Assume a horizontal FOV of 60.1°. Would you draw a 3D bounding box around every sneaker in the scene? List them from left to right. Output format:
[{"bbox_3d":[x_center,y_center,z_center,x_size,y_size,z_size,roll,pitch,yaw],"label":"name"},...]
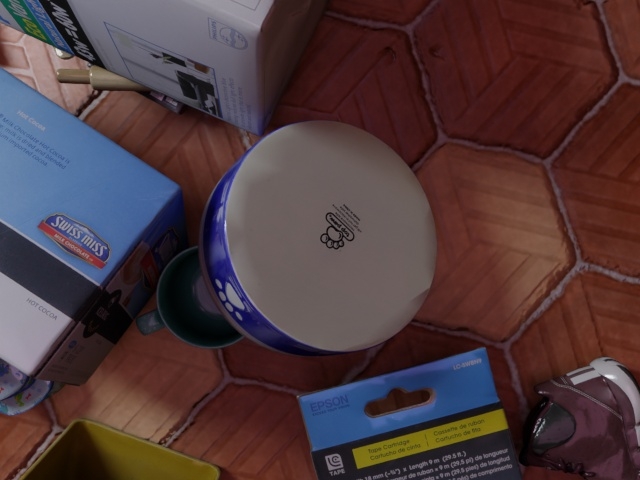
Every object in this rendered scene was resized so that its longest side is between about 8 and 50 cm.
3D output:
[{"bbox_3d":[0.349,0.303,0.715,0.163,0.106,0.281,-16,81,7],"label":"sneaker"}]

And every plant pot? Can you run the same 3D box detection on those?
[{"bbox_3d":[-0.272,0.385,0.680,0.213,0.212,0.187,19,105,0],"label":"plant pot"}]

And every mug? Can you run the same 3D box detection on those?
[{"bbox_3d":[-0.144,0.063,0.708,0.158,0.097,0.129,9,93,1],"label":"mug"}]

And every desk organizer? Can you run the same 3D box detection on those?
[{"bbox_3d":[-0.226,-0.211,0.721,0.130,0.050,0.047,28,93,0],"label":"desk organizer"}]

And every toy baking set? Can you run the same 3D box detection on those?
[{"bbox_3d":[-0.256,-0.271,0.687,0.257,0.030,0.196,-5,74,-9],"label":"toy baking set"}]

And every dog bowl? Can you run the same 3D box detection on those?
[{"bbox_3d":[0.000,0.000,0.641,0.265,0.104,0.264,6,75,-24],"label":"dog bowl"}]

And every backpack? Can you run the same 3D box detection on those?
[{"bbox_3d":[-0.400,0.167,0.724,0.105,0.084,0.114,-30,94,4],"label":"backpack"}]

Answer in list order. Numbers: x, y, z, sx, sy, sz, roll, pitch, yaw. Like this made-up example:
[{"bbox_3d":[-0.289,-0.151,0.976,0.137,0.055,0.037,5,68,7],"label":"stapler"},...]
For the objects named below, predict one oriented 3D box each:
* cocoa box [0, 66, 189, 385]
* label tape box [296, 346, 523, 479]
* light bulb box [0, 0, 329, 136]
[{"bbox_3d":[-0.353,-0.031,0.614,0.347,0.231,0.227,33,70,0],"label":"cocoa box"},{"bbox_3d":[0.128,0.313,0.708,0.241,0.106,0.333,-15,91,1],"label":"label tape box"},{"bbox_3d":[-0.153,-0.366,0.587,0.361,0.225,0.357,23,75,0],"label":"light bulb box"}]
